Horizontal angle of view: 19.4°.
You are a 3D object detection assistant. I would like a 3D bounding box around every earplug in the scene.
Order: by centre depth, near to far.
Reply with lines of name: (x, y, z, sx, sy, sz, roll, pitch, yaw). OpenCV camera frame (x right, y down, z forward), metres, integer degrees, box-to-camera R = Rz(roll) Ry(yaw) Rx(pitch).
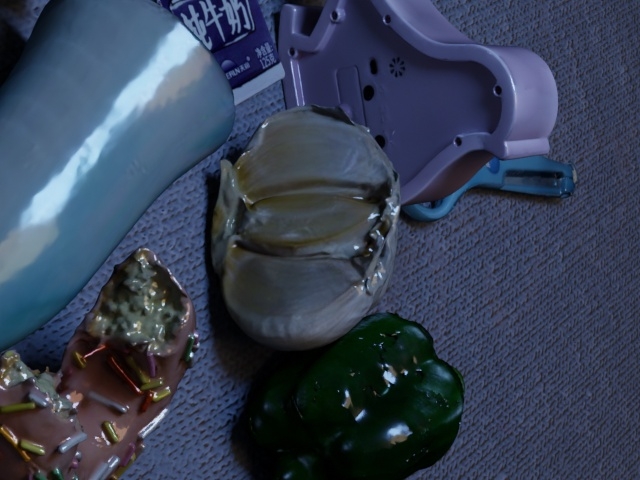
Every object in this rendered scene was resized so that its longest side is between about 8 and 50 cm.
earplug: (-0.221, -0.028, 1.453, 0.185, 0.185, 0.324, 55, 50, -30)

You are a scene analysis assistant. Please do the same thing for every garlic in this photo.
garlic: (0.000, 0.000, 1.731, 0.143, 0.178, 0.229, 50, 47, -59)

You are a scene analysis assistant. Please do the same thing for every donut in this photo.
donut: (-0.182, 0.127, 1.445, 0.233, 0.085, 0.199, -43, 160, -40)

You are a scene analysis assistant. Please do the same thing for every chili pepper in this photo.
chili pepper: (0.049, 0.150, 1.766, 0.165, 0.174, 0.261, 53, 39, 5)

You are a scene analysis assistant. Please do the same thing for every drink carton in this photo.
drink carton: (-0.138, -0.216, 1.650, 0.134, 0.102, 0.222, -35, 108, -48)

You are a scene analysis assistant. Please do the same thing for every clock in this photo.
clock: (0.083, -0.178, 1.791, 0.080, 0.275, 0.290, -8, 86, -49)

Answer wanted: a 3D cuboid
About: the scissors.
scissors: (0.178, -0.095, 2.094, 0.393, 0.032, 0.180, 10, 74, -51)
